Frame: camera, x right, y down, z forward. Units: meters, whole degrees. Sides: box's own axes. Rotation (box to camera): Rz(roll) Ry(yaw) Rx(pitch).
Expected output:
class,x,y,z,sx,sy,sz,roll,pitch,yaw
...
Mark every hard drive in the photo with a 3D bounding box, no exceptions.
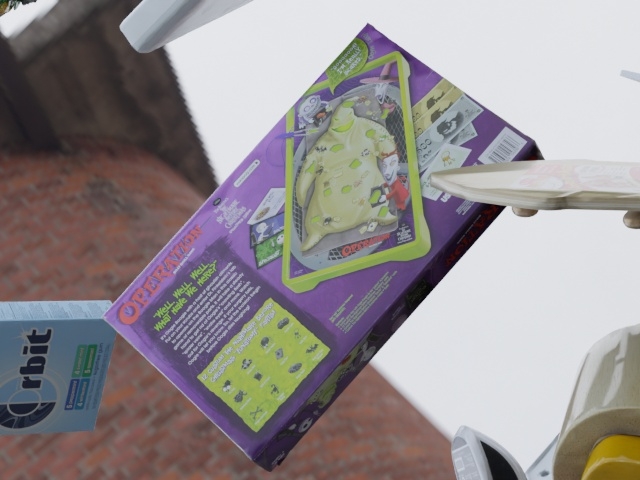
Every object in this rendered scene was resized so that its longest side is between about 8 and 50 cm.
class,x,y,z,sx,sy,sz,roll,pitch,yaw
hard drive,-0.031,-0.289,1.516,0.307,0.040,0.203,-37,-1,44

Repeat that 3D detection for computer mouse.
class,x,y,z,sx,sy,sz,roll,pitch,yaw
computer mouse,0.145,0.225,1.243,0.042,0.193,0.106,-14,-10,-13

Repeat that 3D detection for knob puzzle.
class,x,y,z,sx,sy,sz,roll,pitch,yaw
knob puzzle,0.174,-0.032,1.209,0.213,0.213,0.030,-10,-76,-40

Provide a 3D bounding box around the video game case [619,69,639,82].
class,x,y,z,sx,sy,sz,roll,pitch,yaw
video game case,0.508,-0.223,2.466,0.122,0.087,0.011,15,-85,-28

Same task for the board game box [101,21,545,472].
class,x,y,z,sx,sy,sz,roll,pitch,yaw
board game box,0.000,0.000,1.425,0.347,0.208,0.056,-48,-27,-3

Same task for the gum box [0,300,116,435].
class,x,y,z,sx,sy,sz,roll,pitch,yaw
gum box,-0.327,0.142,1.864,0.184,0.041,0.157,1,-59,-27

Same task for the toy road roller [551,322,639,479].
class,x,y,z,sx,sy,sz,roll,pitch,yaw
toy road roller,0.326,0.213,1.195,0.202,0.330,0.240,-56,-26,-61

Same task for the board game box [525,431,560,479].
class,x,y,z,sx,sy,sz,roll,pitch,yaw
board game box,0.471,0.179,1.736,0.390,0.390,0.050,-41,-57,-36

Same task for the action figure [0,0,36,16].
class,x,y,z,sx,sy,sz,roll,pitch,yaw
action figure,-0.343,-0.189,1.476,0.232,0.137,0.063,-20,-78,7
